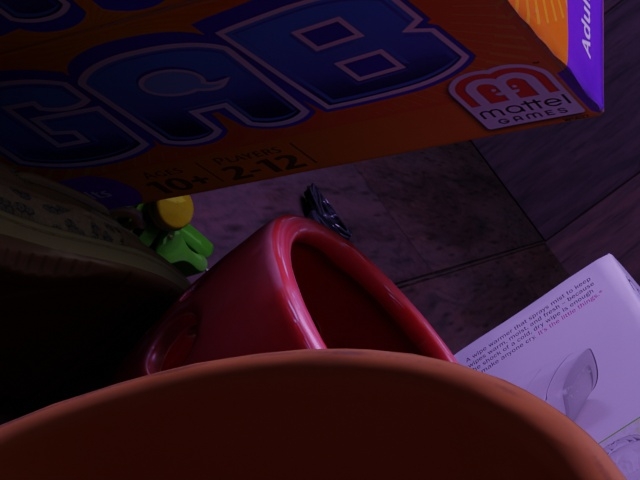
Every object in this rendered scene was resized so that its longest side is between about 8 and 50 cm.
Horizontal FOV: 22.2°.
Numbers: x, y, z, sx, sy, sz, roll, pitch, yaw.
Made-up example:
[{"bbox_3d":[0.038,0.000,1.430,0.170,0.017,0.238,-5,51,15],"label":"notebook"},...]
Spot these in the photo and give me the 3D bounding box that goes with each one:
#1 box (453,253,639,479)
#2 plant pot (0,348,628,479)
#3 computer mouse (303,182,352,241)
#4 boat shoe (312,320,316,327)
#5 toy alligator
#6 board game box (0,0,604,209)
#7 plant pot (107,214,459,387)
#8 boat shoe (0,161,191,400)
[{"bbox_3d":[0.104,0.174,0.825,0.127,0.262,0.231,45,14,-32],"label":"box"},{"bbox_3d":[-0.038,0.188,0.345,0.291,0.291,0.203,-95,162,-67],"label":"plant pot"},{"bbox_3d":[0.000,0.000,1.435,0.071,0.041,0.242,48,7,-13],"label":"computer mouse"},{"bbox_3d":[0.022,0.119,1.096,0.089,0.109,0.258,36,3,-30],"label":"boat shoe"},{"bbox_3d":[-0.109,-0.004,1.037,0.189,0.056,0.051,49,56,-20],"label":"toy alligator"},{"bbox_3d":[-0.088,-0.259,0.812,0.356,0.357,0.356,35,52,-51],"label":"board game box"},{"bbox_3d":[-0.023,0.110,0.745,0.191,0.174,0.191,49,13,-16],"label":"plant pot"},{"bbox_3d":[-0.151,0.002,0.746,0.285,0.105,0.089,31,28,-56],"label":"boat shoe"}]
